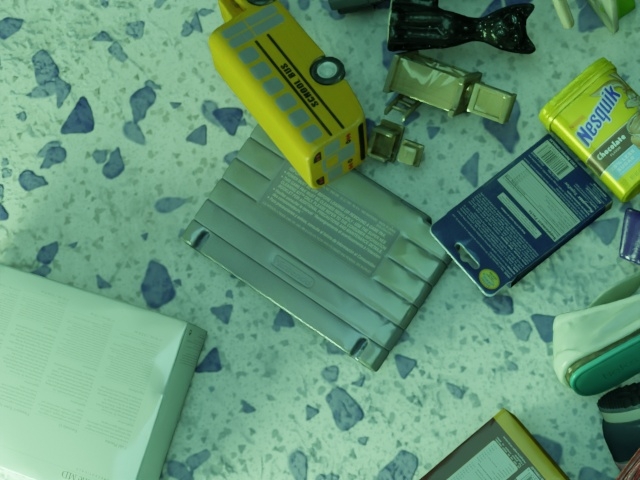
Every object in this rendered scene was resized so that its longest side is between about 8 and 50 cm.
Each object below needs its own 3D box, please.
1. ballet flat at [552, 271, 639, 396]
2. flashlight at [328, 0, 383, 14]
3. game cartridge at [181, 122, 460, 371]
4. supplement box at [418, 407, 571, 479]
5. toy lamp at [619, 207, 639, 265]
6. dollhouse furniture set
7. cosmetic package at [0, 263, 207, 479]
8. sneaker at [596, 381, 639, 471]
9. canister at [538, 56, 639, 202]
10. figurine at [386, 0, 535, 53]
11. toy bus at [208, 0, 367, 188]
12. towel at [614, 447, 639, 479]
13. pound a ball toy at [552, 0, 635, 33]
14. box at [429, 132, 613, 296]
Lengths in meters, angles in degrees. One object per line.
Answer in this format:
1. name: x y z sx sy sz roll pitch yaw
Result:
1. ballet flat: 0.487 0.074 1.804 0.400 0.139 0.139 -23 74 10
2. flashlight: 0.164 -0.407 2.001 0.304 0.103 0.103 -8 84 17
3. game cartridge: 0.000 0.000 1.976 0.355 0.068 0.230 34 84 18
4. supplement box: 0.238 0.359 1.800 0.194 0.129 0.191 -41 72 4
5. toy lamp: 0.469 -0.095 1.799 0.080 0.080 0.274 25 96 18
6. dollhouse furniture set: 0.181 -0.168 1.964 0.182 0.101 0.161 23 110 17
7. cosmetic package: -0.389 0.209 2.013 0.377 0.097 0.284 16 81 17
8. sneaker: 0.529 0.240 1.769 0.319 0.112 0.131 -9 102 20
9. canister: 0.406 -0.152 1.892 0.126 0.073 0.170 -42 73 3
10. figurine: 0.204 -0.367 1.907 0.209 0.092 0.214 4 104 3
11. toy bus: -0.054 -0.238 1.978 0.130 0.108 0.332 -32 63 -12
12. towel: 0.421 0.414 1.721 0.237 0.037 0.329 37 89 -21
13. pound a ball toy: 0.367 -0.387 1.821 0.208 0.319 0.135 -32 72 7
14. box: 0.276 -0.031 1.898 0.225 0.036 0.136 -37 72 -10
